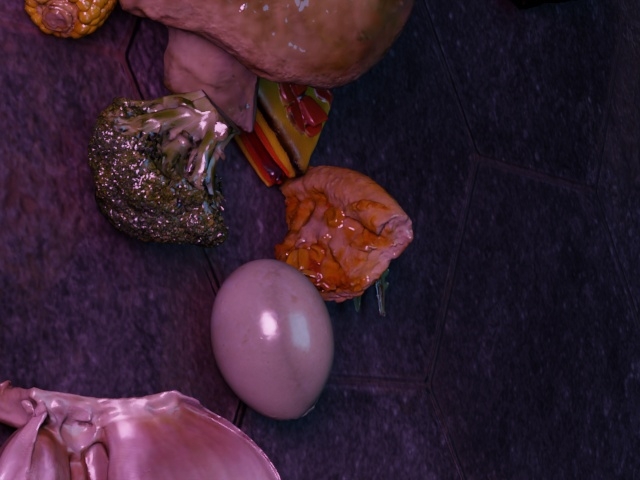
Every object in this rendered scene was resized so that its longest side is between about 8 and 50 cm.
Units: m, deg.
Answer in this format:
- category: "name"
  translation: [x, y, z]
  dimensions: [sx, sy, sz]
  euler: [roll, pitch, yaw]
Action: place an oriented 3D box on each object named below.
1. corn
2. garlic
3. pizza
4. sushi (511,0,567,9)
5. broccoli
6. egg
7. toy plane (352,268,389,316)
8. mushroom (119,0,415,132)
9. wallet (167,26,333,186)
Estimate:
- category: "corn"
  translation: [-0.190, -0.267, 1.504]
  dimensions: [0.080, 0.080, 0.231]
  euler: [54, 41, -33]
- category: "garlic"
  translation: [-0.147, 0.237, 1.318]
  dimensions: [0.237, 0.210, 0.292]
  euler: [10, 64, -62]
- category: "pizza"
  translation: [0.000, 0.000, 1.689]
  dimensions: [0.062, 0.182, 0.161]
  euler: [18, 106, -40]
- category: "sushi"
  translation: [0.266, -0.403, 2.191]
  dimensions: [0.124, 0.127, 0.225]
  euler: [-61, 138, -45]
- category: "broccoli"
  translation: [-0.137, -0.067, 1.494]
  dimensions: [0.146, 0.138, 0.162]
  euler: [44, 7, -35]
- category: "egg"
  translation: [-0.044, 0.092, 1.590]
  dimensions: [0.114, 0.114, 0.152]
  euler: [-16, 90, -57]
- category: "toy plane"
  translation: [0.051, 0.027, 1.820]
  dimensions: [0.111, 0.040, 0.102]
  euler: [-53, 126, -50]
- category: "mushroom"
  translation: [-0.044, -0.249, 1.495]
  dimensions: [0.292, 0.212, 0.217]
  euler: [-59, 150, -1]
- category: "wallet"
  translation: [-0.067, -0.188, 1.683]
  dimensions: [0.241, 0.067, 0.141]
  euler: [57, 37, -29]
